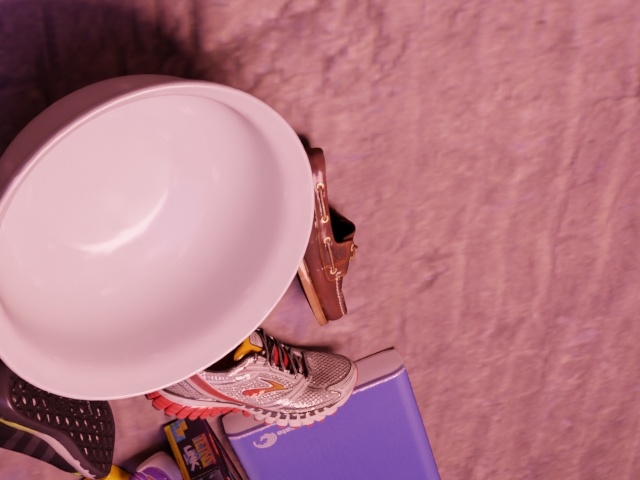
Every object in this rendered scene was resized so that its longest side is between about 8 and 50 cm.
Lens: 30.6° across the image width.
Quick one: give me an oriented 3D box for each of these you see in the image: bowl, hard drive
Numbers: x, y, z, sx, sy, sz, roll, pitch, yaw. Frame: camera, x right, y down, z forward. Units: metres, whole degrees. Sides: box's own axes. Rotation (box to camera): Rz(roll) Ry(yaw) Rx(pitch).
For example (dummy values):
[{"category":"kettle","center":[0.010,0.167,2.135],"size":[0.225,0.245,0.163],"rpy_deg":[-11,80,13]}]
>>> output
[{"category":"bowl","center":[-0.163,-0.023,0.978],"size":[0.298,0.134,0.298],"rpy_deg":[-21,132,-25]},{"category":"hard drive","center":[0.031,0.277,1.395],"size":[0.210,0.040,0.318],"rpy_deg":[-21,133,-2]}]

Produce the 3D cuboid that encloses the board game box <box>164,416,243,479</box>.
[{"category":"board game box","center":[-0.102,0.290,1.286],"size":[0.048,0.141,0.170],"rpy_deg":[-27,134,-4]}]

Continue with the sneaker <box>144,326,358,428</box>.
[{"category":"sneaker","center":[-0.063,0.135,1.205],"size":[0.225,0.088,0.092],"rpy_deg":[3,127,-23]}]

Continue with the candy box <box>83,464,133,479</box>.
[{"category":"candy box","center":[-0.213,0.331,1.360],"size":[0.105,0.027,0.206],"rpy_deg":[-37,132,15]}]

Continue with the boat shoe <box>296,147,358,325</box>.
[{"category":"boat shoe","center":[0.000,0.000,1.122],"size":[0.073,0.073,0.207],"rpy_deg":[-20,134,0]}]

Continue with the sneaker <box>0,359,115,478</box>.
[{"category":"sneaker","center":[-0.290,0.172,1.166],"size":[0.097,0.084,0.234],"rpy_deg":[-9,145,20]}]

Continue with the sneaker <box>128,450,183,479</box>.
[{"category":"sneaker","center":[-0.165,0.314,1.317],"size":[0.071,0.068,0.170],"rpy_deg":[-32,113,-14]}]
